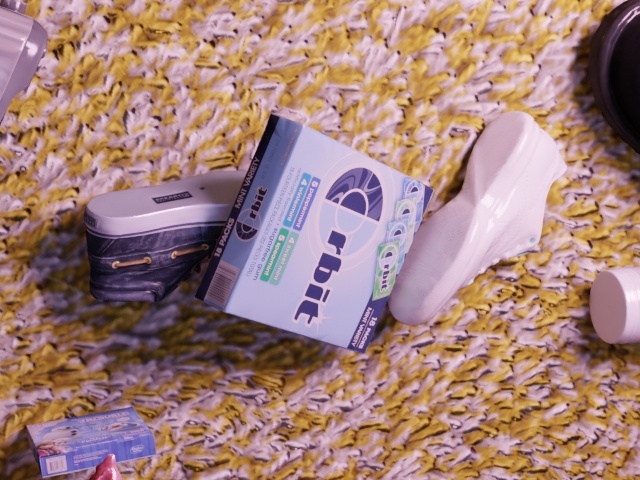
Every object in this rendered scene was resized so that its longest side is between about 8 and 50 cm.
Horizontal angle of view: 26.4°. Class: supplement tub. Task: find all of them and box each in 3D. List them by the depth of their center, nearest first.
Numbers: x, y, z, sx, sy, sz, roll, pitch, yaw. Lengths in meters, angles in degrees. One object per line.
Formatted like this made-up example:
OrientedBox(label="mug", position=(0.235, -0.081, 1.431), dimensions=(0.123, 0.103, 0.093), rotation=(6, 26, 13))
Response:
OrientedBox(label="supplement tub", position=(0.311, 0.058, 1.254), dimensions=(0.107, 0.071, 0.071), rotation=(-2, 100, -19))

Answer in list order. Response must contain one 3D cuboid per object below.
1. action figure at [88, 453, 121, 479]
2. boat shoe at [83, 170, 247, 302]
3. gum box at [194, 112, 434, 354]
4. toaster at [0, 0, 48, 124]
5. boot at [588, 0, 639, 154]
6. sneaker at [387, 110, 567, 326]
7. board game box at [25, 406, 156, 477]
OrientedBox(label="action figure", position=(-0.212, 0.321, 0.929), dimensions=(0.248, 0.275, 0.370), rotation=(39, 65, -64))
OrientedBox(label="boat shoe", position=(-0.105, -0.003, 1.111), dimensions=(0.183, 0.065, 0.083), rotation=(-8, 121, -24))
OrientedBox(label="gum box", position=(0.000, 0.000, 1.111), dimensions=(0.184, 0.041, 0.157), rotation=(22, 91, -50))
OrientedBox(label="toaster", position=(-0.304, -0.091, 0.989), dimensions=(0.146, 0.129, 0.227), rotation=(24, 93, -17))
OrientedBox(label="boot", position=(0.412, -0.079, 1.164), dimensions=(0.348, 0.260, 0.131), rotation=(39, 86, -21))
OrientedBox(label="sneaker", position=(0.146, -0.003, 1.190), dimensions=(0.094, 0.080, 0.212), rotation=(38, 84, -32))
OrientedBox(label="board game box", position=(-0.185, 0.160, 1.090), dimensions=(0.090, 0.090, 0.020), rotation=(-9, 100, -18))
